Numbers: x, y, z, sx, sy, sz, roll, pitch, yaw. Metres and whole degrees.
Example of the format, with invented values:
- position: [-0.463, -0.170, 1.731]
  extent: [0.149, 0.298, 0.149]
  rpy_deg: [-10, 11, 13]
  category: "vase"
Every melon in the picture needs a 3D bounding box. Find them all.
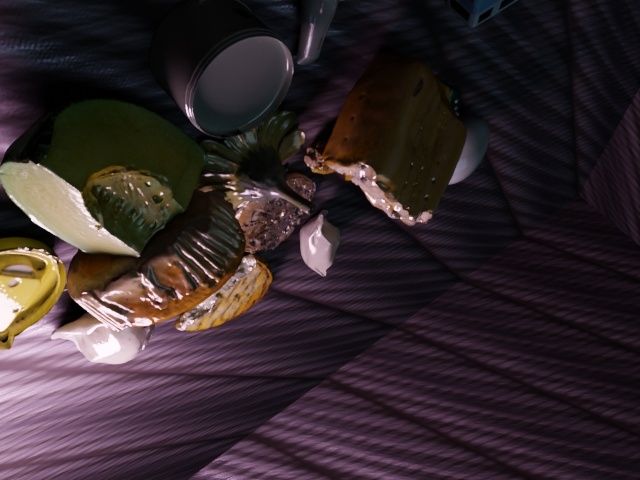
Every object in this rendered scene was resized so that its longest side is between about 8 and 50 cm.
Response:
- position: [-0.398, -0.119, 1.084]
  extent: [0.331, 0.226, 0.343]
  rpy_deg: [-31, 142, 3]
  category: "melon"

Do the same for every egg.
- position: [0.446, -0.300, 1.965]
  extent: [0.264, 0.183, 0.183]
  rpy_deg: [-48, 154, -1]
  category: "egg"

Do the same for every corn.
- position: [0.084, -0.251, 1.657]
  extent: [0.320, 0.097, 0.097]
  rpy_deg: [-22, 149, -37]
  category: "corn"

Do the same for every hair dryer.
- position: [0.048, -0.497, 1.274]
  extent: [0.237, 0.075, 0.206]
  rpy_deg: [-37, 162, -26]
  category: "hair dryer"

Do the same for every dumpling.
- position: [-0.532, 0.204, 1.476]
  extent: [0.243, 0.187, 0.318]
  rpy_deg: [3, 154, -20]
  category: "dumpling"
- position: [0.000, 0.000, 1.898]
  extent: [0.132, 0.162, 0.250]
  rpy_deg: [-1, 135, 0]
  category: "dumpling"

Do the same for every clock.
- position: [-0.668, 0.104, 1.214]
  extent: [0.293, 0.071, 0.277]
  rpy_deg: [-45, 155, 5]
  category: "clock"

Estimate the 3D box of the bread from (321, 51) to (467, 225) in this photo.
- position: [0.190, -0.267, 1.520]
  extent: [0.361, 0.250, 0.394]
  rpy_deg: [30, 78, -50]
  category: "bread"

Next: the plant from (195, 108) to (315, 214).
- position: [-0.126, -0.162, 1.410]
  extent: [0.261, 0.297, 0.305]
  rpy_deg: [-58, 169, -69]
  category: "plant"

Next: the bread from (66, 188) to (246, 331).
- position: [-0.349, 0.048, 1.283]
  extent: [0.389, 0.236, 0.183]
  rpy_deg: [-23, 139, 15]
  category: "bread"

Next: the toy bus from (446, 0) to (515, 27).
- position: [0.445, -0.654, 1.465]
  extent: [0.271, 0.133, 0.164]
  rpy_deg: [-34, 159, -9]
  category: "toy bus"

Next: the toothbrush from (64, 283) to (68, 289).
- position: [-0.540, 0.098, 1.434]
  extent: [0.294, 0.026, 0.028]
  rpy_deg: [-14, 162, -43]
  category: "toothbrush"

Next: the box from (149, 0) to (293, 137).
- position: [-0.180, -0.323, 1.115]
  extent: [0.226, 0.149, 0.226]
  rpy_deg: [-32, 153, -19]
  category: "box"

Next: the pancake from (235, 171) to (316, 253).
- position: [-0.129, -0.076, 1.689]
  extent: [0.283, 0.049, 0.282]
  rpy_deg: [-32, 152, -19]
  category: "pancake"

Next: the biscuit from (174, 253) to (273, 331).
- position: [-0.297, 0.171, 1.831]
  extent: [0.335, 0.078, 0.329]
  rpy_deg: [-27, 154, -25]
  category: "biscuit"

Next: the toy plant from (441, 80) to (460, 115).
- position: [0.330, -0.356, 1.799]
  extent: [0.243, 0.112, 0.232]
  rpy_deg: [-47, 149, 0]
  category: "toy plant"
